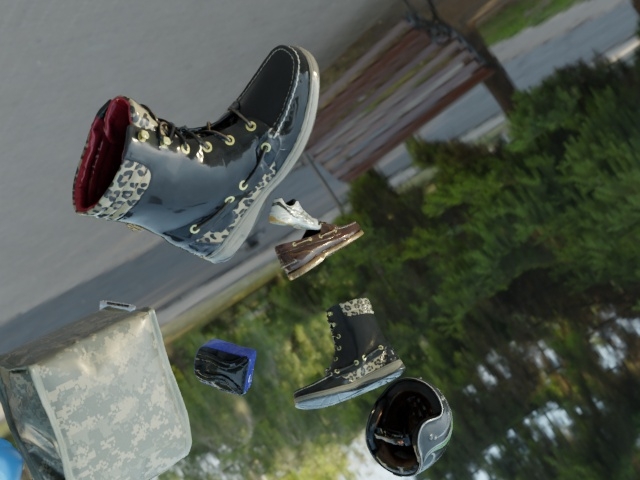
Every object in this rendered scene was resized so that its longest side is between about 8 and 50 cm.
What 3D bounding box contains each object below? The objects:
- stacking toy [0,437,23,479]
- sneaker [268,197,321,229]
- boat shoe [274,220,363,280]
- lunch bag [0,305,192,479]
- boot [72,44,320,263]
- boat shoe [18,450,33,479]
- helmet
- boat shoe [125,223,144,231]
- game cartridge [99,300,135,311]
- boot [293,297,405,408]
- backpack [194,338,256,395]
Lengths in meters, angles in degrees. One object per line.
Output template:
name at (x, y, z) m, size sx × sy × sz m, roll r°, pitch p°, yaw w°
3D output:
stacking toy at (-0.588, 0.381, 1.315) m, size 0.302 × 0.175 × 0.165 m, roll -27°, pitch -135°, yaw 53°
sneaker at (-0.029, -0.035, 1.112) m, size 0.032 × 0.036 × 0.083 m, roll 0°, pitch 171°, yaw 44°
boat shoe at (0.000, 0.000, 1.573) m, size 0.073 × 0.073 × 0.207 m, roll -32°, pitch 179°, yaw 43°
lunch bag at (-0.348, 0.274, 1.350) m, size 0.169 × 0.286 × 0.235 m, roll -3°, pitch -163°, yaw 44°
boot at (-0.183, -0.155, 1.297) m, size 0.284 × 0.138 × 0.377 m, roll 17°, pitch 110°, yaw -45°
boat shoe at (-0.553, 0.457, 1.727) m, size 0.098 × 0.109 × 0.302 m, roll -25°, pitch 147°, yaw -43°
helmet at (0.176, 0.354, 1.655) m, size 0.169 × 0.169 × 0.161 m, roll -37°, pitch -175°, yaw 45°
boat shoe at (-0.362, -0.053, 1.845) m, size 0.135 × 0.050 × 0.045 m, roll -7°, pitch -135°, yaw 34°
game cartridge at (-0.482, 0.169, 2.036) m, size 0.056 × 0.083 × 0.017 m, roll 106°, pitch -10°, yaw -47°
boot at (0.033, 0.228, 1.732) m, size 0.237 × 0.178 × 0.085 m, roll -17°, pitch 158°, yaw -14°
backpack at (-0.201, 0.262, 1.811) m, size 0.101 × 0.120 × 0.097 m, roll -43°, pitch 145°, yaw -77°
